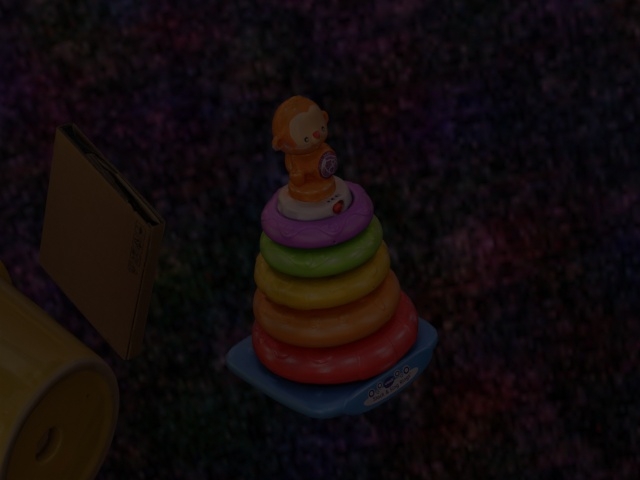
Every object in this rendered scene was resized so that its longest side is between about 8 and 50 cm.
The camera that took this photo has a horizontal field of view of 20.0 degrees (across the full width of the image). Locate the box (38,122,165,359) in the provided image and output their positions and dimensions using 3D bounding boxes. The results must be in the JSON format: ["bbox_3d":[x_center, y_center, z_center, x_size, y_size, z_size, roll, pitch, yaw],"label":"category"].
[{"bbox_3d":[-0.226,0.002,1.847,0.021,0.201,0.164,-25,57,-34],"label":"box"}]

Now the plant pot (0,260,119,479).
[{"bbox_3d":[-0.316,0.132,1.575,0.239,0.254,0.254,23,54,26],"label":"plant pot"}]

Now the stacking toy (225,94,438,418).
[{"bbox_3d":[0.000,0.000,1.698,0.175,0.302,0.165,-31,38,-33],"label":"stacking toy"}]
